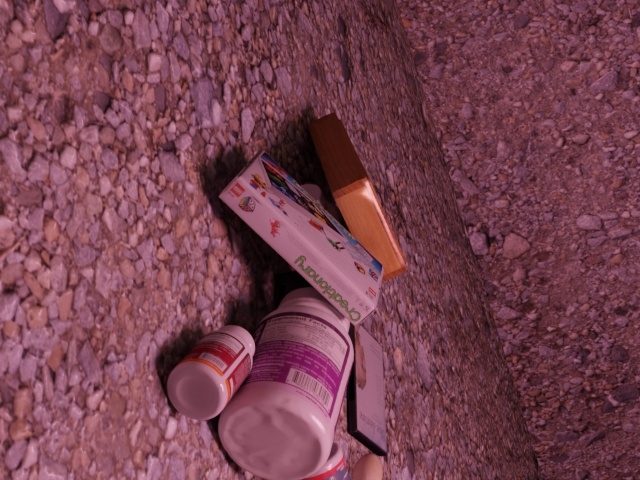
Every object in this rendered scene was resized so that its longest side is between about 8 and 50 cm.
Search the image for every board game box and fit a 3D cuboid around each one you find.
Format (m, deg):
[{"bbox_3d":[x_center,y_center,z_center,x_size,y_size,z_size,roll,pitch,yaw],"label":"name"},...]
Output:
[{"bbox_3d":[-0.023,-0.010,1.540,0.305,0.053,0.193,44,19,-7],"label":"board game box"}]

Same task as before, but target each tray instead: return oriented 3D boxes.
[{"bbox_3d":[0.067,-0.097,1.826,0.411,0.076,0.203,-104,169,-65],"label":"tray"}]

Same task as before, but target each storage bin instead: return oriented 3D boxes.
[{"bbox_3d":[-0.009,0.140,1.677,0.180,0.084,0.122,53,32,-51],"label":"storage bin"}]

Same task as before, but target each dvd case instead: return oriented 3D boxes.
[{"bbox_3d":[0.097,0.308,1.952,0.180,0.022,0.253,49,35,-53],"label":"dvd case"}]

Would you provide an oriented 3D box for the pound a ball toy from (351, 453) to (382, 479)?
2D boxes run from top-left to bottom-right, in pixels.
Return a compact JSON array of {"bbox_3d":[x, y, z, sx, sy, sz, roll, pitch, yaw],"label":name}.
[{"bbox_3d":[0.055,0.509,1.385,0.319,0.208,0.136,63,20,-4],"label":"pound a ball toy"}]

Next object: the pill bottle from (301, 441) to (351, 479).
[{"bbox_3d":[0.006,0.431,1.513,0.108,0.108,0.180,-44,120,-67],"label":"pill bottle"}]

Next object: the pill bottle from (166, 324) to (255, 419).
[{"bbox_3d":[-0.145,0.177,1.283,0.152,0.086,0.086,-49,124,-65],"label":"pill bottle"}]

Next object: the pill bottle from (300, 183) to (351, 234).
[{"bbox_3d":[0.000,0.000,1.731,0.118,0.117,0.208,-79,149,-48],"label":"pill bottle"}]

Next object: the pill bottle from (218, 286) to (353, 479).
[{"bbox_3d":[-0.040,0.207,1.430,0.301,0.169,0.169,-70,142,-56],"label":"pill bottle"}]
